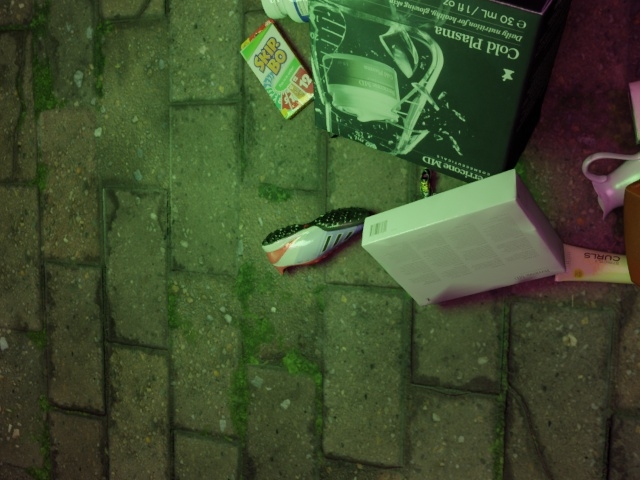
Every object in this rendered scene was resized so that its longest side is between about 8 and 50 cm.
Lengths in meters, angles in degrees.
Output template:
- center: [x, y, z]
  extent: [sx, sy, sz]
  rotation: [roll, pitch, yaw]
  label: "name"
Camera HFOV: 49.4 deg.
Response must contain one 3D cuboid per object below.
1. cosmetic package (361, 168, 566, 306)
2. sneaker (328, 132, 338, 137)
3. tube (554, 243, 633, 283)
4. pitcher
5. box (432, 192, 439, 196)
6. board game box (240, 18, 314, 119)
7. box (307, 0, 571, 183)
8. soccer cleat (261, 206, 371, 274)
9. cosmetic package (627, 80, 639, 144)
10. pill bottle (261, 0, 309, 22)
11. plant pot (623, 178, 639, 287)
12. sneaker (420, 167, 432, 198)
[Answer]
- center: [0.330, 0.009, 1.606]
  extent: [0.377, 0.097, 0.284]
  rotation: [-17, 133, 32]
  label: "cosmetic package"
- center: [0.072, -0.351, 1.820]
  extent: [0.170, 0.051, 0.089]
  rotation: [-38, 81, 17]
  label: "sneaker"
- center: [0.671, 0.064, 1.611]
  extent: [0.240, 0.070, 0.062]
  rotation: [7, 139, 26]
  label: "tube"
- center: [0.695, -0.148, 1.523]
  extent: [0.207, 0.125, 0.178]
  rotation: [-22, 129, 27]
  label: "pitcher"
- center: [0.326, -0.031, 1.758]
  extent: [0.116, 0.029, 0.162]
  rotation: [15, 102, 19]
  label: "box"
- center: [-0.114, -0.469, 1.893]
  extent: [0.124, 0.039, 0.259]
  rotation: [-37, 79, 21]
  label: "board game box"
- center: [0.246, -0.424, 1.487]
  extent: [0.480, 0.297, 0.472]
  rotation: [23, 149, 19]
  label: "box"
- center: [0.000, 0.000, 1.869]
  extent: [0.318, 0.108, 0.116]
  rotation: [-18, 111, 20]
  label: "soccer cleat"
- center: [0.814, -0.296, 1.463]
  extent: [0.296, 0.153, 0.129]
  rotation: [-10, 90, 22]
  label: "cosmetic package"
- center: [-0.007, -0.637, 1.766]
  extent: [0.272, 0.152, 0.152]
  rotation: [-1, 95, 23]
  label: "pill bottle"
- center: [0.761, -0.029, 1.379]
  extent: [0.267, 0.267, 0.236]
  rotation: [-28, 109, 4]
  label: "plant pot"
- center: [0.265, -0.144, 1.767]
  extent: [0.031, 0.035, 0.083]
  rotation: [-2, 95, 23]
  label: "sneaker"
